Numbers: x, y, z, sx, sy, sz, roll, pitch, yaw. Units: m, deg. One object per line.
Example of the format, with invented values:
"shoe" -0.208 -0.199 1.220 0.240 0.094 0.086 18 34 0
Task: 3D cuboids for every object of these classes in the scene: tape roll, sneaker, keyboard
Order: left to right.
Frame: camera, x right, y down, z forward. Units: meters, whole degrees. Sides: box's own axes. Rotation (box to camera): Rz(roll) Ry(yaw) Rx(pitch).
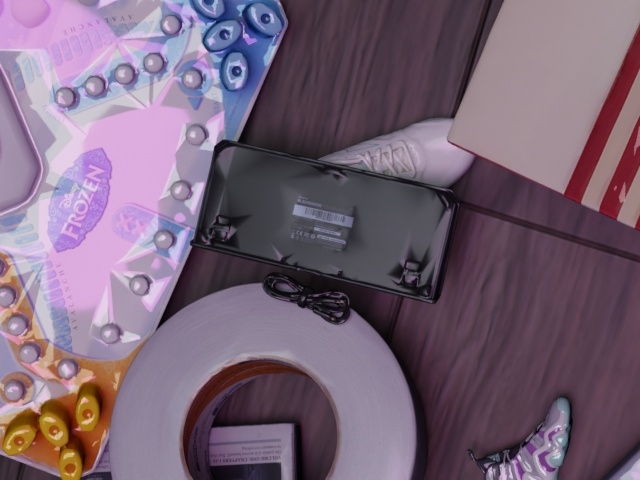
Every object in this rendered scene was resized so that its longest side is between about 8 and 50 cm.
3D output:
"tape roll" -0.036 0.143 1.108 0.219 0.072 0.219 -3 76 10
"keyboard" 0.000 0.000 1.083 0.180 0.023 0.108 13 90 15
"sneaker" 0.040 -0.047 1.113 0.152 0.061 0.054 -20 87 13
"sneaker" 0.138 0.153 1.112 0.069 0.038 0.098 14 97 12

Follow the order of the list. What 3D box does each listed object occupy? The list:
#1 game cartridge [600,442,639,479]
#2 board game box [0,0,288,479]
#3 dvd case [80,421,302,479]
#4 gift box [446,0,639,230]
"game cartridge" 0.303 0.266 1.071 0.297 0.062 0.198 45 107 7
"board game box" -0.270 -0.066 1.107 0.390 0.050 0.390 23 94 -11
"dvd case" -0.099 0.259 1.154 0.179 0.029 0.239 -5 76 14
"gift box" 0.271 -0.123 0.955 0.276 0.255 0.258 24 101 18
